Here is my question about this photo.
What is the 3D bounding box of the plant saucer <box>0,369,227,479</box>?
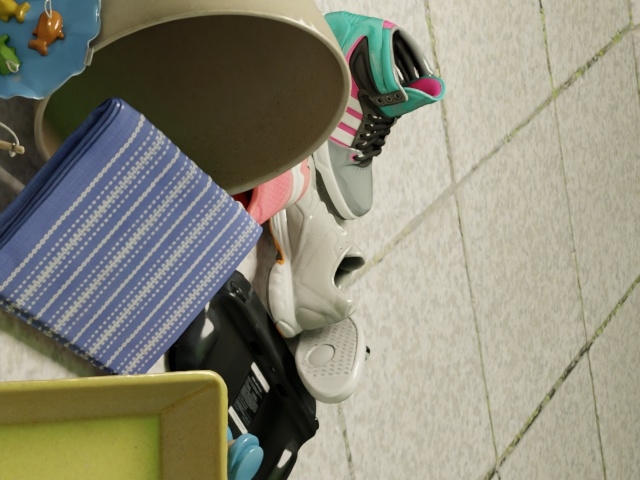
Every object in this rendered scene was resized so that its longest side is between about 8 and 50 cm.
[{"bbox_3d":[-0.252,0.300,1.830,0.333,0.081,0.332,0,90,-35],"label":"plant saucer"}]

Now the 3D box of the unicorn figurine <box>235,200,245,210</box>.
[{"bbox_3d":[-0.140,-0.028,2.169,0.111,0.060,0.162,36,63,-45],"label":"unicorn figurine"}]

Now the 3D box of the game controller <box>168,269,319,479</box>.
[{"bbox_3d":[-0.094,0.181,2.278,0.166,0.067,0.319,-55,138,-27],"label":"game controller"}]

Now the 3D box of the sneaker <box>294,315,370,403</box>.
[{"bbox_3d":[0.026,0.165,2.356,0.256,0.094,0.151,-102,172,-60],"label":"sneaker"}]

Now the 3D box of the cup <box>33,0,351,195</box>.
[{"bbox_3d":[-0.153,-0.225,1.930,0.331,0.331,0.237,43,29,-55],"label":"cup"}]

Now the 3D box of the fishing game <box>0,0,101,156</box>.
[{"bbox_3d":[-0.302,-0.214,1.736,0.041,0.189,0.264,97,11,-70],"label":"fishing game"}]

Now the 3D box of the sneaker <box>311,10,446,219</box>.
[{"bbox_3d":[0.084,-0.172,2.479,0.124,0.178,0.295,-37,123,-57],"label":"sneaker"}]

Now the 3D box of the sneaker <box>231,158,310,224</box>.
[{"bbox_3d":[-0.094,-0.156,2.205,0.136,0.116,0.314,-49,132,-50],"label":"sneaker"}]

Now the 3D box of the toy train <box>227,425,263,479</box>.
[{"bbox_3d":[-0.176,0.221,1.984,0.248,0.143,0.105,8,105,-63],"label":"toy train"}]

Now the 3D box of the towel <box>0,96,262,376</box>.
[{"bbox_3d":[-0.214,0.008,1.929,0.243,0.040,0.336,-49,145,-2],"label":"towel"}]

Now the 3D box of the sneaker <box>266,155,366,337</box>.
[{"bbox_3d":[0.000,0.000,2.340,0.099,0.121,0.262,57,28,-60],"label":"sneaker"}]
